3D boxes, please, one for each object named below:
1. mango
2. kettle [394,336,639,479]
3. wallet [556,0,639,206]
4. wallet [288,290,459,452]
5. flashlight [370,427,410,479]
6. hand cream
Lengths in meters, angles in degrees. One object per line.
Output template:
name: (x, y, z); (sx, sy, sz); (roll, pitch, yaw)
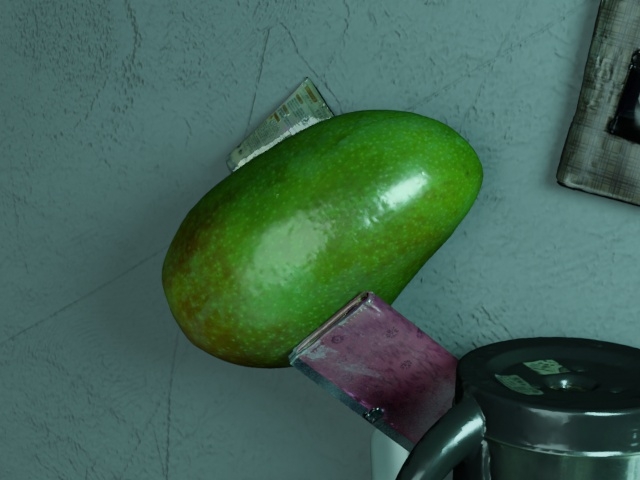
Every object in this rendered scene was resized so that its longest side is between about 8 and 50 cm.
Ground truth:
mango: (0.000, 0.000, 1.336); (0.382, 0.201, 0.225); (-30, 71, 18)
kettle: (0.200, 0.284, 1.196); (0.228, 0.321, 0.324); (24, 117, 61)
wallet: (0.312, -0.150, 1.220); (0.124, 0.042, 0.230); (19, 103, 30)
wallet: (0.089, 0.150, 1.308); (0.119, 0.025, 0.232); (-42, 118, 19)
flashlight: (0.087, 0.299, 1.405); (0.093, 0.047, 0.200); (2, 94, 29)
hand cream: (-0.050, -0.123, 1.445); (0.143, 0.039, 0.061); (-37, 70, 19)
